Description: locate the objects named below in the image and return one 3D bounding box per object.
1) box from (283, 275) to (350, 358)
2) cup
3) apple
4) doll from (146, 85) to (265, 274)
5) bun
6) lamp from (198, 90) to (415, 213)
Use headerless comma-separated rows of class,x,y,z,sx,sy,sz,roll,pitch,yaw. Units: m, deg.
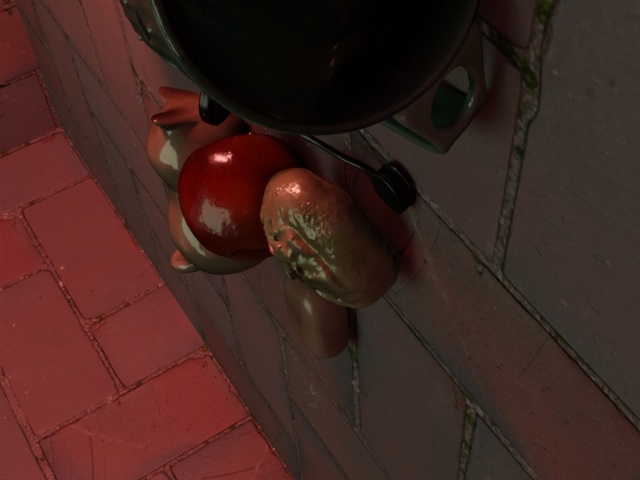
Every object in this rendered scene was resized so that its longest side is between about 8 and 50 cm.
box,-0.007,0.132,1.803,0.146,0.088,0.200,47,158,38
cup,-0.038,-0.243,0.986,0.392,0.310,0.401,34,146,66
apple,-0.123,-0.073,1.608,0.218,0.218,0.201,139,124,-72
doll,-0.200,-0.100,1.819,0.215,0.226,0.370,-87,-7,-59
bun,0.000,0.000,1.426,0.239,0.141,0.239,44,171,9
lamp,-0.036,-0.127,1.362,0.371,0.108,0.130,42,161,20
